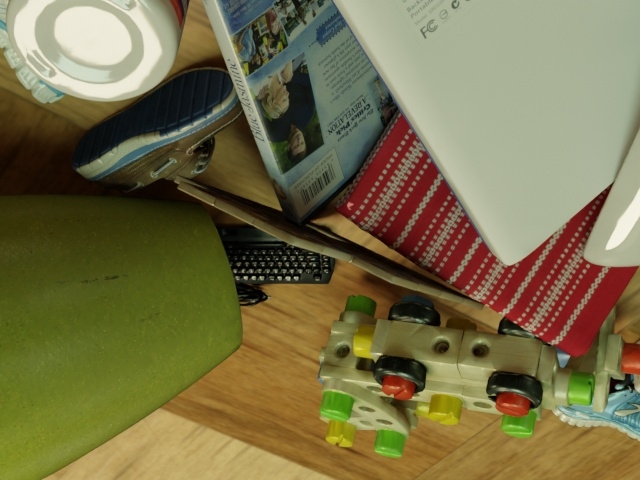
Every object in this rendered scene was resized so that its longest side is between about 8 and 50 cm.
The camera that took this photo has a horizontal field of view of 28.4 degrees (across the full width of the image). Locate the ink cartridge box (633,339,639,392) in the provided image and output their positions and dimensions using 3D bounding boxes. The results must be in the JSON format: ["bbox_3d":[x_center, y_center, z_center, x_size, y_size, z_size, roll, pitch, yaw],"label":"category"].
[{"bbox_3d":[0.381,0.105,1.214,0.099,0.056,0.135,23,135,-19],"label":"ink cartridge box"}]

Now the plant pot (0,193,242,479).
[{"bbox_3d":[-0.225,0.071,1.073,0.293,0.275,0.275,-16,140,-15],"label":"plant pot"}]

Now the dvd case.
[{"bbox_3d":[0.010,-0.151,0.903,0.022,0.180,0.253,29,152,37],"label":"dvd case"}]

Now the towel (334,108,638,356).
[{"bbox_3d":[0.167,-0.042,1.017,0.274,0.031,0.199,31,93,-26],"label":"towel"}]

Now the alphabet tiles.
[{"bbox_3d":[0.000,0.000,1.006,0.198,0.009,0.237,26,-175,34],"label":"alphabet tiles"}]

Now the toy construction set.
[{"bbox_3d":[0.138,0.127,1.179,0.327,0.151,0.215,-7,150,12],"label":"toy construction set"}]

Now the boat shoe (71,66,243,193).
[{"bbox_3d":[-0.123,-0.088,1.052,0.183,0.066,0.066,-18,139,36],"label":"boat shoe"}]

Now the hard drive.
[{"bbox_3d":[0.143,-0.152,0.892,0.210,0.040,0.319,-40,129,-4],"label":"hard drive"}]

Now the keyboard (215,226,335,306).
[{"bbox_3d":[-0.081,0.031,1.191,0.192,0.038,0.100,0,137,6],"label":"keyboard"}]

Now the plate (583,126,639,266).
[{"bbox_3d":[0.368,-0.074,0.966,0.277,0.045,0.278,-5,139,-18],"label":"plate"}]

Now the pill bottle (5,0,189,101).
[{"bbox_3d":[-0.134,-0.193,0.835,0.108,0.194,0.108,3,138,3],"label":"pill bottle"}]

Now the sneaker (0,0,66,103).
[{"bbox_3d":[-0.223,-0.188,0.952,0.082,0.071,0.191,-21,140,17],"label":"sneaker"}]

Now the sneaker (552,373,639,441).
[{"bbox_3d":[0.317,0.159,1.275,0.162,0.063,0.073,7,134,-3],"label":"sneaker"}]
